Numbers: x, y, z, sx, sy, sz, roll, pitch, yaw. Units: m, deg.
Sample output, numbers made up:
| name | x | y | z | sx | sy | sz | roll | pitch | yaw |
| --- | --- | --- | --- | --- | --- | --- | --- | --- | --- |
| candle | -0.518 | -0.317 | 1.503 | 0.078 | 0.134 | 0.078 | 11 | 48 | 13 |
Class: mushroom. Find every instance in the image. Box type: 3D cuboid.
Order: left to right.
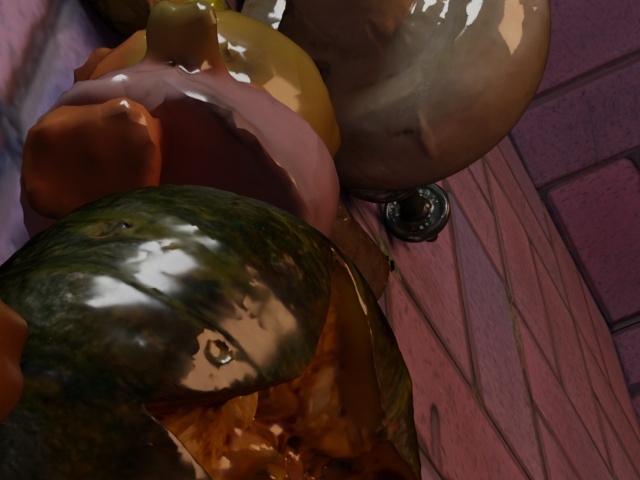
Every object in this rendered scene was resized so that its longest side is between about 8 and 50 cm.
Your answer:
| name | x | y | z | sx | sy | sz | roll | pitch | yaw |
| --- | --- | --- | --- | --- | --- | --- | --- | --- | --- |
| mushroom | 0.024 | -0.192 | 0.957 | 0.290 | 0.292 | 0.293 | 33 | 35 | -50 |

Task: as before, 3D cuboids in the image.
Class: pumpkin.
| name | x | y | z | sx | sy | sz | roll | pitch | yaw |
| --- | --- | --- | --- | --- | --- | --- | --- | --- | --- |
| pumpkin | -0.059 | 0.093 | 0.478 | 0.238 | 0.159 | 0.238 | 3 | 87 | -62 |

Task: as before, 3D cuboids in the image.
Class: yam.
| name | x | y | z | sx | sy | sz | roll | pitch | yaw |
| --- | --- | --- | --- | --- | --- | --- | --- | --- | --- |
| yam | -0.003 | 0.002 | 0.960 | 0.127 | 0.084 | 0.084 | 50 | 22 | -32 |

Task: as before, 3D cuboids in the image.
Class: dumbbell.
| name | x | y | z | sx | sy | sz | roll | pitch | yaw |
| --- | --- | --- | --- | --- | --- | --- | --- | --- | --- |
| dumbbell | 0.093 | -0.056 | 1.309 | 0.254 | 0.110 | 0.110 | 51 | 21 | -58 |

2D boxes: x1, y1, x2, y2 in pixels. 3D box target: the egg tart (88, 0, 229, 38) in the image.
| name | x | y | z | sx | sy | sz | roll | pitch | yaw |
| --- | --- | --- | --- | --- | --- | --- | --- | --- | --- |
| egg tart | -0.131 | -0.207 | 0.848 | 0.191 | 0.074 | 0.191 | 57 | 17 | -29 |

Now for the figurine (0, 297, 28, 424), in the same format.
| name | x | y | z | sx | sy | sz | roll | pitch | yaw |
| --- | --- | --- | --- | --- | --- | --- | --- | --- | --- |
| figurine | -0.179 | -0.013 | 0.318 | 0.189 | 0.142 | 0.264 | -22 | 90 | -42 |

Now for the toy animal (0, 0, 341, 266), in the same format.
| name | x | y | z | sx | sy | sz | roll | pitch | yaw |
| --- | --- | --- | --- | --- | --- | --- | --- | --- | --- |
| toy animal | -0.069 | -0.050 | 0.668 | 0.281 | 0.169 | 0.195 | -89 | -166 | -65 |
